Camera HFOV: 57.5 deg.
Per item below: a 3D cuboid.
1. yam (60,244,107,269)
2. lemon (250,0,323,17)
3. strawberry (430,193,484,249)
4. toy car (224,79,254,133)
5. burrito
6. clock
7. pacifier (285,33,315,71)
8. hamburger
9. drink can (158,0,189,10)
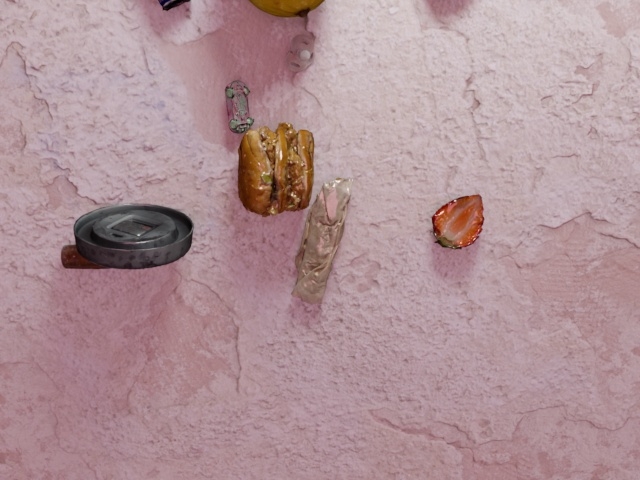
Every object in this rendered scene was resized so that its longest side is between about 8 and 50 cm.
[{"bbox_3d":[-0.675,0.047,1.704,0.141,0.079,0.079,-2,107,0],"label":"yam"},{"bbox_3d":[-0.089,-0.689,1.388,0.297,0.297,0.297,0,107,-1],"label":"lemon"},{"bbox_3d":[0.396,-0.061,1.689,0.146,0.082,0.187,35,97,-16],"label":"strawberry"},{"bbox_3d":[-0.228,-0.365,1.595,0.055,0.069,0.142,9,111,38],"label":"toy car"},{"bbox_3d":[0.000,0.000,1.699,0.117,0.076,0.392,14,106,-4],"label":"burrito"},{"bbox_3d":[-0.497,-0.017,1.569,0.313,0.312,0.061,5,115,-3],"label":"clock"},{"bbox_3d":[-0.046,-0.494,1.551,0.081,0.078,0.099,14,106,-28],"label":"pacifier"},{"bbox_3d":[-0.117,-0.176,1.574,0.211,0.245,0.260,0,146,-10],"label":"hamburger"},{"bbox_3d":[-0.412,-0.712,1.469,0.097,0.097,0.235,-24,107,6],"label":"drink can"}]
